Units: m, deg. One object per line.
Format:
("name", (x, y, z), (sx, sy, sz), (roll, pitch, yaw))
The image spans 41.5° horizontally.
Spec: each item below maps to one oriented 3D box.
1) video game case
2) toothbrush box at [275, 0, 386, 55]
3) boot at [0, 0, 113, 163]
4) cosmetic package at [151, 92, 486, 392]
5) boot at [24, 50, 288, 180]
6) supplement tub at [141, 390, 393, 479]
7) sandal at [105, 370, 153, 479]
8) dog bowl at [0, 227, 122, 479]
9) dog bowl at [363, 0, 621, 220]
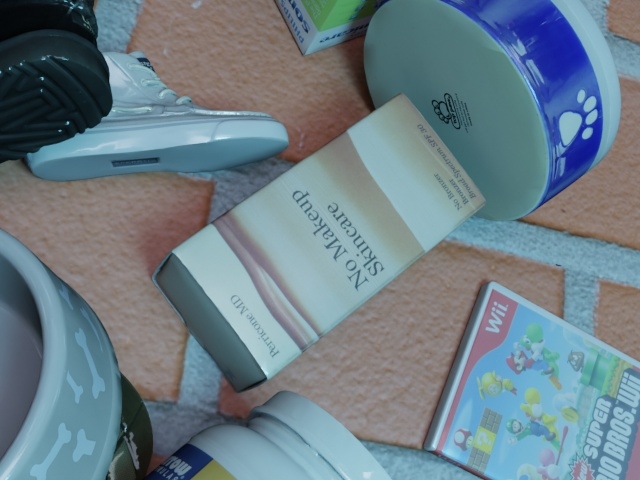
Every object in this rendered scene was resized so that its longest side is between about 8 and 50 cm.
("video game case", (0.272, 0.198, 0.934), (0.285, 0.025, 0.204), (28, 68, -9))
("toothbrush box", (0.025, -0.359, 0.875), (0.122, 0.283, 0.206), (-24, 83, -24))
("boot", (-0.352, -0.186, 0.774), (0.347, 0.131, 0.260), (-16, 61, 1))
("cosmetic package", (0.000, 0.000, 0.844), (0.296, 0.129, 0.153), (-38, 90, -24))
("boot", (-0.165, -0.136, 0.844), (0.258, 0.095, 0.123), (-5, 75, -14))
("supplement tub", (-0.089, 0.293, 0.673), (0.316, 0.228, 0.228), (-38, 89, -24))
("sandal", (-0.229, 0.141, 0.769), (0.090, 0.060, 0.219), (-34, 73, -30))
("dog bowl", (-0.334, 0.122, 0.635), (0.348, 0.102, 0.349), (0, 54, 1))
("dog bowl", (0.168, -0.155, 0.873), (0.104, 0.265, 0.265), (-35, 87, -22))
